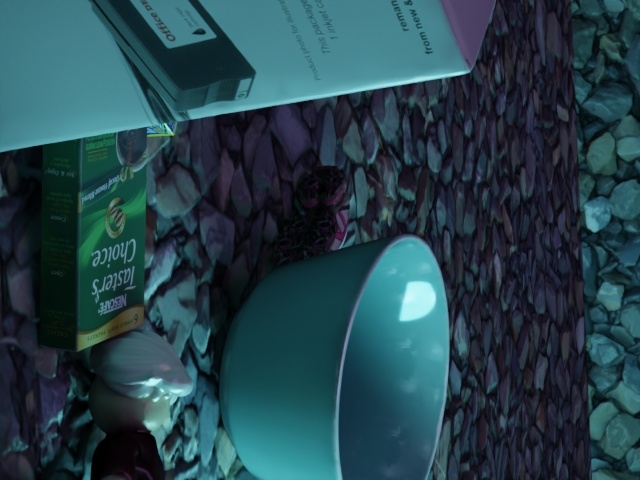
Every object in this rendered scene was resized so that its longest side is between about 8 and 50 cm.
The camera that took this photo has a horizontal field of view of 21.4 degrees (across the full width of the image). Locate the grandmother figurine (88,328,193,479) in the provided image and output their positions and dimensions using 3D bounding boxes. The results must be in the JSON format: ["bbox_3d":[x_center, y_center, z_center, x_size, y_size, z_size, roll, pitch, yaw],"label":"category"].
[{"bbox_3d":[-0.166,0.237,1.400,0.208,0.104,0.342,111,-17,-69],"label":"grandmother figurine"}]

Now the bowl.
[{"bbox_3d":[0.007,0.141,1.735,0.311,0.163,0.311,4,90,-66],"label":"bowl"}]

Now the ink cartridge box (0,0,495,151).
[{"bbox_3d":[-0.068,-0.234,1.239,0.166,0.395,0.285,64,32,-34],"label":"ink cartridge box"}]

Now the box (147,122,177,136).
[{"bbox_3d":[-0.149,-0.178,1.522,0.059,0.054,0.169,58,36,-54],"label":"box"}]

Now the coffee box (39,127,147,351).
[{"bbox_3d":[-0.185,-0.009,1.393,0.113,0.040,0.184,-19,114,-65],"label":"coffee box"}]

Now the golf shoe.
[{"bbox_3d":[0.000,0.000,1.886,0.186,0.067,0.086,-67,149,-48],"label":"golf shoe"}]
